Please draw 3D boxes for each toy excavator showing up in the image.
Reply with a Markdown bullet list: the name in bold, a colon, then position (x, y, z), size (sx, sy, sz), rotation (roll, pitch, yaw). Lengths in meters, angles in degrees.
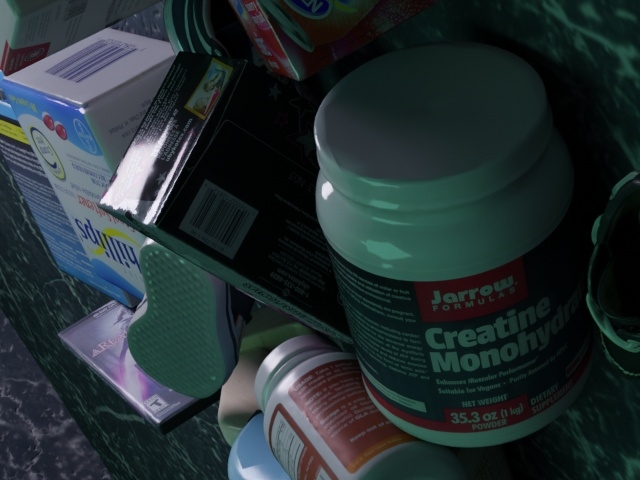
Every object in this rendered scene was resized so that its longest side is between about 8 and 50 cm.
- **toy excavator**: position (0.000, 0.216, 1.622), size (0.445, 0.433, 0.222), rotation (-2, 124, 33)

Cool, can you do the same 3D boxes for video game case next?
- **video game case**: position (-0.194, 0.133, 2.006), size (0.274, 0.196, 0.026), rotation (32, 147, 47)

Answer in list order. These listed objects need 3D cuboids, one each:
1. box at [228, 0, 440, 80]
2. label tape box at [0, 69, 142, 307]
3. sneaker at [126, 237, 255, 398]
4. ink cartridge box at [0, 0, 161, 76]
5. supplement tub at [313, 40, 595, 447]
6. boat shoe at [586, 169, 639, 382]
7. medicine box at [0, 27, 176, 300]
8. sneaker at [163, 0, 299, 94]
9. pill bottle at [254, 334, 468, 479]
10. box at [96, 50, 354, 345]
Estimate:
- **box**: position (-0.007, -0.201, 1.119), size (0.128, 0.123, 0.257), rotation (61, 178, -11)
- **label tape box**: position (-0.332, -0.102, 2.089), size (0.249, 0.115, 0.347), rotation (21, 137, 56)
- **sneaker**: position (-0.120, 0.050, 1.613), size (0.126, 0.127, 0.321), rotation (27, 149, 5)
- **ink cartridge box**: position (-0.213, -0.259, 1.446), size (0.092, 0.218, 0.158), rotation (60, 159, 4)
- **supplement tub**: position (0.103, 0.007, 1.183), size (0.191, 0.191, 0.272), rotation (35, 151, 43)
- **boat shoe**: position (0.227, 0.022, 1.074), size (0.114, 0.091, 0.302), rotation (46, 157, 26)
- **medicine box**: position (-0.203, -0.079, 1.783), size (0.263, 0.149, 0.289), rotation (21, 140, 57)
- **sneaker**: position (-0.048, -0.130, 1.444), size (0.282, 0.099, 0.153), rotation (61, 161, -4)
- **pill bottle**: position (0.026, 0.171, 1.320), size (0.216, 0.121, 0.121), rotation (47, 160, 53)
- **box**: position (-0.038, -0.031, 1.343), size (0.247, 0.163, 0.142), rotation (31, 173, -29)
